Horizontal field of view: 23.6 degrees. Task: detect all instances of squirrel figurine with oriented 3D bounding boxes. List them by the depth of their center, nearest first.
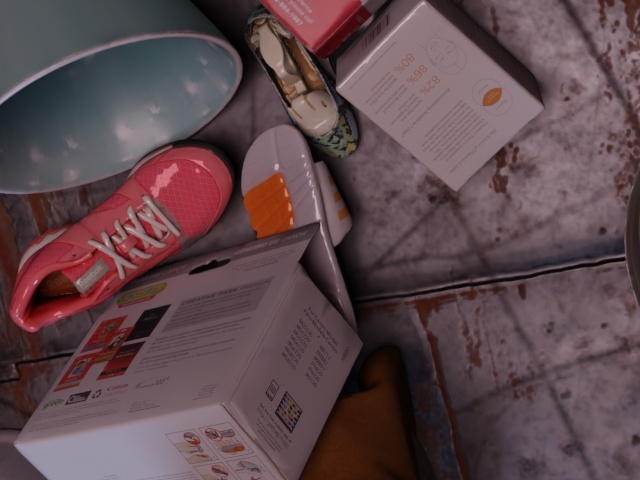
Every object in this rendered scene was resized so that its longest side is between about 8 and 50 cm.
[{"bbox_3d":[-0.059,0.334,1.581,0.370,0.397,0.281,-18,101,10],"label":"squirrel figurine"}]

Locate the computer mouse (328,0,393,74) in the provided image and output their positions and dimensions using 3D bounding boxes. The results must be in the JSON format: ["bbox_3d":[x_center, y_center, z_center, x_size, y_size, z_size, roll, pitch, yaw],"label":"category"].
[{"bbox_3d":[0.010,-0.291,1.602,0.184,0.060,0.262,10,104,14],"label":"computer mouse"}]

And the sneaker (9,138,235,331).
[{"bbox_3d":[-0.219,0.011,1.688,0.314,0.136,0.116,-34,107,22],"label":"sneaker"}]

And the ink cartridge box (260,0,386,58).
[{"bbox_3d":[0.030,-0.362,1.501,0.306,0.131,0.226,-43,87,5],"label":"ink cartridge box"}]

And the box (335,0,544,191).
[{"bbox_3d":[0.119,-0.159,1.552,0.170,0.091,0.130,39,111,-17],"label":"box"}]

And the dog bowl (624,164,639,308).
[{"bbox_3d":[0.477,-0.009,1.498,0.349,0.102,0.348,4,103,17],"label":"dog bowl"}]

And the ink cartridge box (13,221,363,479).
[{"bbox_3d":[-0.126,0.139,1.623,0.309,0.272,0.130,-15,123,38],"label":"ink cartridge box"}]

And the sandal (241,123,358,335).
[{"bbox_3d":[-0.008,0.003,1.664,0.102,0.076,0.265,-15,93,39],"label":"sandal"}]

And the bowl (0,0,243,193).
[{"bbox_3d":[-0.255,-0.193,1.605,0.311,0.311,0.163,-32,72,21],"label":"bowl"}]

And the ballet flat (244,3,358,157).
[{"bbox_3d":[-0.026,-0.167,1.638,0.070,0.070,0.188,-33,91,21],"label":"ballet flat"}]

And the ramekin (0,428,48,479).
[{"bbox_3d":[-0.387,0.378,1.830,0.277,0.135,0.277,4,103,16],"label":"ramekin"}]
